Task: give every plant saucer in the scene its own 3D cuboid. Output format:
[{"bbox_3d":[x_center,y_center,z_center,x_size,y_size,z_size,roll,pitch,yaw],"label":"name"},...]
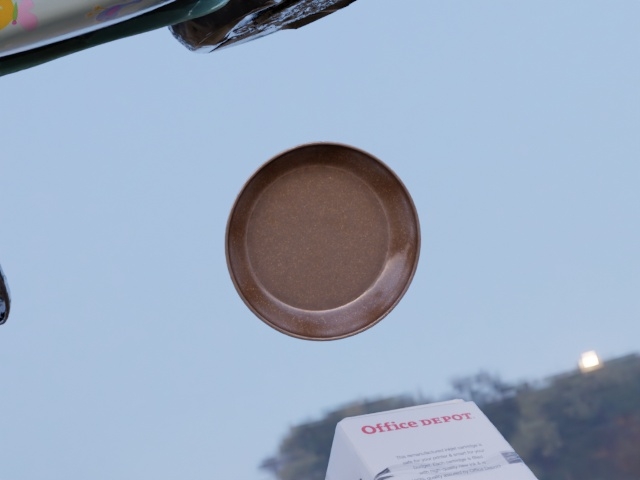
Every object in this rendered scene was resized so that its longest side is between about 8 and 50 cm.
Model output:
[{"bbox_3d":[0.000,0.000,1.620,0.198,0.198,0.036,-11,8,-12],"label":"plant saucer"}]

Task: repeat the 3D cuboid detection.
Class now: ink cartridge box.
[{"bbox_3d":[0.161,0.339,2.025,0.211,0.289,0.121,-5,-56,-26],"label":"ink cartridge box"}]

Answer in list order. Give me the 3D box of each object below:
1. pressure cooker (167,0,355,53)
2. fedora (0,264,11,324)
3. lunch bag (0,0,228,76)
[{"bbox_3d":[-0.071,-0.449,1.751,0.370,0.420,0.375,-23,2,6],"label":"pressure cooker"},{"bbox_3d":[-0.487,-0.005,1.760,0.152,0.334,0.334,-41,-6,-23],"label":"fedora"},{"bbox_3d":[-0.167,-0.195,1.015,0.223,0.160,0.262,-19,8,-5],"label":"lunch bag"}]
